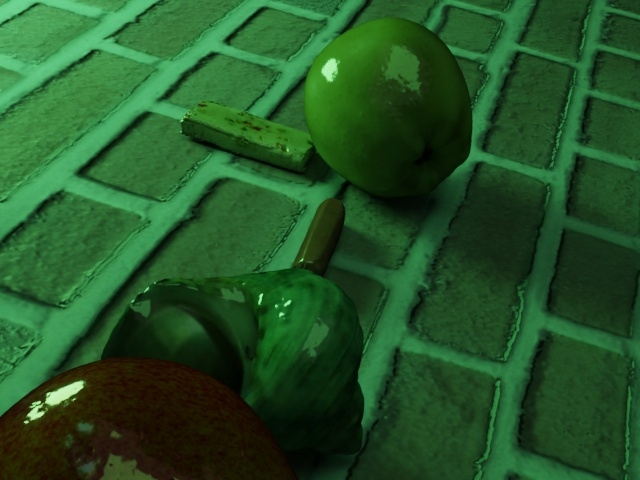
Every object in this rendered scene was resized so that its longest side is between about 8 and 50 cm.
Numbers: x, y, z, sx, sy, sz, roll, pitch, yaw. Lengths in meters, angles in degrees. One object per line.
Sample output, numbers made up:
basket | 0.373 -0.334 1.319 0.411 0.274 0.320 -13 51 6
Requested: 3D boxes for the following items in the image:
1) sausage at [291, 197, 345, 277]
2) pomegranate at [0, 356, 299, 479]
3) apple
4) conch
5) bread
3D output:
sausage | 0.000 0.000 1.048 0.035 0.030 0.147 13 32 4
pomegranate | -0.093 0.187 0.559 0.221 0.221 0.256 -13 42 -33
apple | 0.077 -0.143 1.160 0.200 0.200 0.200 9 32 -5
conch | -0.052 0.095 0.804 0.188 0.122 0.176 23 55 20
bread | -0.079 -0.121 1.214 0.154 0.028 0.068 20 31 9
